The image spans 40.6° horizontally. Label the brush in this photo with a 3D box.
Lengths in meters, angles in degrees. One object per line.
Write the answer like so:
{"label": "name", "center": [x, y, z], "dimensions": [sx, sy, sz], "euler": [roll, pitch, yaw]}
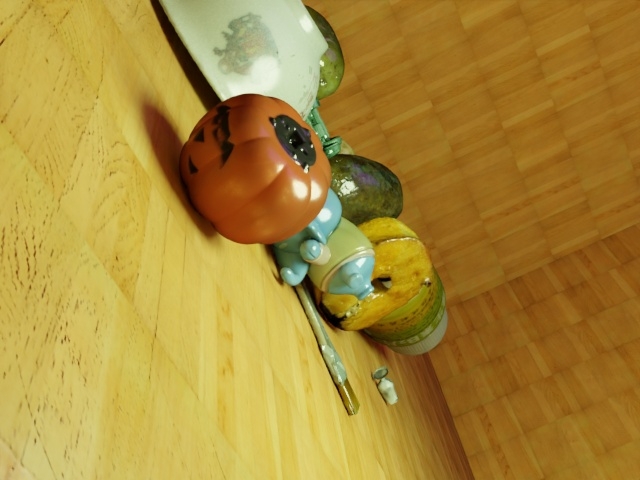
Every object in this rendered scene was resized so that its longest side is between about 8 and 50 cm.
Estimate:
{"label": "brush", "center": [-0.008, 0.132, 1.455], "dimensions": [0.336, 0.020, 0.085], "euler": [65, 7, 5]}

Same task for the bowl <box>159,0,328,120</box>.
{"label": "bowl", "center": [-0.114, -0.372, 1.550], "dimensions": [0.435, 0.196, 0.435], "euler": [56, 7, -10]}

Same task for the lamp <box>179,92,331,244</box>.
{"label": "lamp", "center": [-0.085, -0.082, 1.068], "dimensions": [0.188, 0.164, 0.187], "euler": [36, 38, -34]}

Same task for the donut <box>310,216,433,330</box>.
{"label": "donut", "center": [0.094, 0.065, 1.602], "dimensions": [0.118, 0.253, 0.253], "euler": [59, 3, 29]}

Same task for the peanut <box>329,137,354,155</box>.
{"label": "peanut", "center": [0.023, -0.158, 2.138], "dimensions": [0.305, 0.147, 0.147], "euler": [86, -20, -81]}

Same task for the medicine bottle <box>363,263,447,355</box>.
{"label": "medicine bottle", "center": [0.181, 0.135, 2.045], "dimensions": [0.384, 0.224, 0.224], "euler": [53, 14, -62]}

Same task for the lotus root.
{"label": "lotus root", "center": [0.079, -0.107, 1.942], "dimensions": [0.275, 0.152, 0.160], "euler": [7, 59, -44]}

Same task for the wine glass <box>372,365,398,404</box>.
{"label": "wine glass", "center": [0.145, 0.318, 1.890], "dimensions": [0.042, 0.039, 0.083], "euler": [-81, 149, -58]}

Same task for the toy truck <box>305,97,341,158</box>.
{"label": "toy truck", "center": [-0.052, -0.238, 1.878], "dimensions": [0.279, 0.156, 0.155], "euler": [-83, 147, -79]}

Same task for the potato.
{"label": "potato", "center": [-0.028, -0.447, 2.035], "dimensions": [0.197, 0.148, 0.228], "euler": [45, 19, -36]}

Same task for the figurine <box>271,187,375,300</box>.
{"label": "figurine", "center": [-0.012, -0.014, 1.388], "dimensions": [0.262, 0.154, 0.180], "euler": [53, 30, 9]}
